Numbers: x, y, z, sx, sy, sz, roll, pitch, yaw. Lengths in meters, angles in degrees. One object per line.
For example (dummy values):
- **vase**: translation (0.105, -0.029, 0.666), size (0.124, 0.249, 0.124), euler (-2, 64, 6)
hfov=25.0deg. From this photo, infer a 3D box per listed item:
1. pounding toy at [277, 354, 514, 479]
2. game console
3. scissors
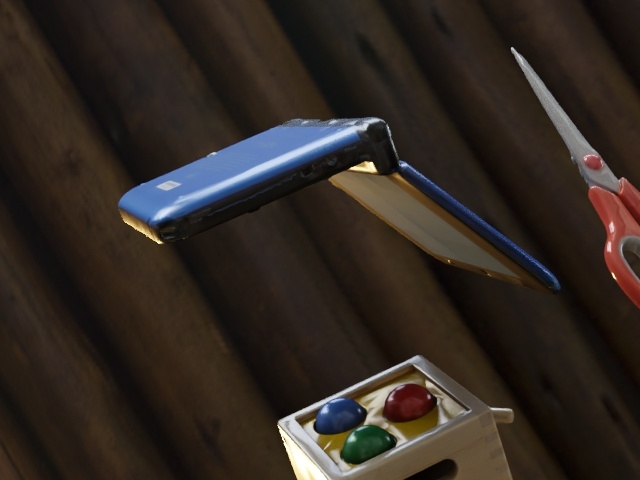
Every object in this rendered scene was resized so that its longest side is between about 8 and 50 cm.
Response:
- **pounding toy**: translation (0.064, 0.139, 1.113), size (0.181, 0.206, 0.094), euler (-24, -69, -14)
- **game console**: translation (0.000, 0.000, 1.111), size (0.250, 0.293, 0.173), euler (-24, -81, -10)
- **scissors**: translation (0.217, -0.045, 1.136), size (0.109, 0.021, 0.297), euler (-26, -116, -32)
